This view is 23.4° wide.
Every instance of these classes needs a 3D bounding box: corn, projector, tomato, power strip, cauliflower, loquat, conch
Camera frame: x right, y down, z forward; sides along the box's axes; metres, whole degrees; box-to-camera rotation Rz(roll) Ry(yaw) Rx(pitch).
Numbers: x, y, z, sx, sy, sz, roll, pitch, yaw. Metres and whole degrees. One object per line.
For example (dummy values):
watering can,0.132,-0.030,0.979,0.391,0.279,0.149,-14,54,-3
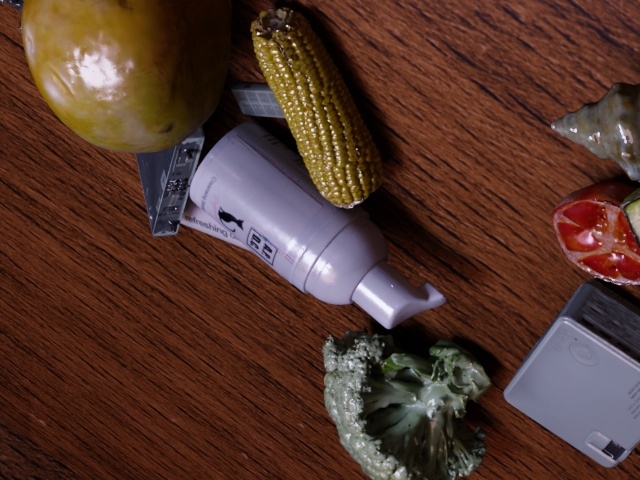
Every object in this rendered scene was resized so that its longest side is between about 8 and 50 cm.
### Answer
corn,0.000,-0.172,1.998,0.106,0.106,0.293,6,132,41
projector,0.378,0.179,2.066,0.192,0.099,0.257,35,148,8
tomato,0.357,-0.018,1.857,0.155,0.069,0.155,25,148,17
power strip,-0.064,-0.191,2.108,0.136,0.019,0.051,9,137,39
cauliflower,0.139,0.232,2.313,0.250,0.275,0.272,-36,71,22
loquat,-0.247,-0.260,1.961,0.276,0.276,0.284,17,134,31
conch,0.429,-0.086,1.604,0.386,0.169,0.203,21,152,26

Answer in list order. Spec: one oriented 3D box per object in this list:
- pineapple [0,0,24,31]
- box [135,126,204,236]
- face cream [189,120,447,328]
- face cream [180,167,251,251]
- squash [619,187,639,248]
pineapple,-0.405,-0.363,2.159,0.119,0.111,0.237,60,169,27
box,-0.222,-0.145,2.195,0.270,0.045,0.211,116,144,-59
face cream,0.000,0.000,2.119,0.369,0.145,0.145,39,150,17
face cream,-0.075,-0.021,2.275,0.311,0.092,0.092,21,145,25
squash,0.460,-0.015,1.769,0.184,0.085,0.192,-20,115,21
